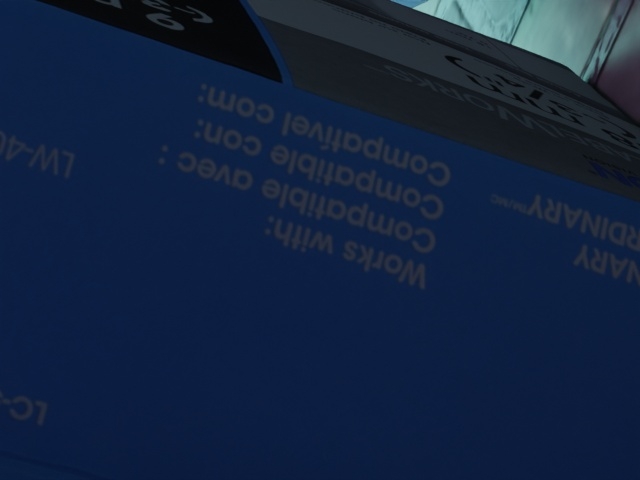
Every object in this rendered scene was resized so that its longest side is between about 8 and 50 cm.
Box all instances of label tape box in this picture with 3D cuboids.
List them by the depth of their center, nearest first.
[{"bbox_3d":[0.000,0.000,0.543,0.334,0.240,0.106,-120,50,-68],"label":"label tape box"}]

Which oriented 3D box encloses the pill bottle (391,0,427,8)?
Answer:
[{"bbox_3d":[-0.013,-0.272,0.879,0.408,0.229,0.229,-95,26,-52],"label":"pill bottle"}]
